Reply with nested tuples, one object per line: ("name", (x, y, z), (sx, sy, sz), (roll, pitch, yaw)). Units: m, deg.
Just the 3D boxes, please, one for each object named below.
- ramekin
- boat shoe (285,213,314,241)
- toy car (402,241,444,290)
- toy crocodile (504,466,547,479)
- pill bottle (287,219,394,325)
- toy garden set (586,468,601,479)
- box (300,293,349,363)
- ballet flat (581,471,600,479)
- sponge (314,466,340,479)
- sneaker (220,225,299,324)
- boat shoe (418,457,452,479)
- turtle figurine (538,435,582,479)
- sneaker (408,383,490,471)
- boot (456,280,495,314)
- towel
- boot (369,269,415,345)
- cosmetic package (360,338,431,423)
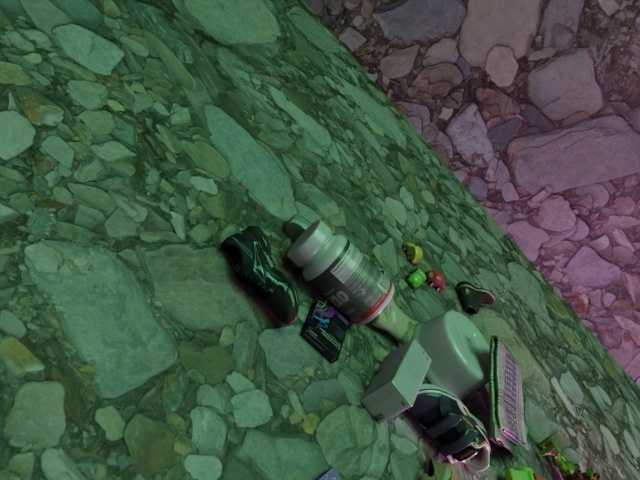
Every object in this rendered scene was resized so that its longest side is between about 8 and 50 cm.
("ramekin", (0.432, 0.360, 1.659), (0.277, 0.135, 0.277), (34, 33, -26))
("boat shoe", (-0.001, 0.000, 1.536), (0.228, 0.079, 0.081), (39, 36, -13))
("toy car", (0.383, 0.117, 1.947), (0.239, 0.053, 0.225), (50, 29, 1))
("toy crocodile", (0.678, 0.768, 1.558), (0.341, 0.105, 0.115), (36, 33, -23))
("pill bottle", (0.053, 0.087, 1.429), (0.283, 0.161, 0.161), (43, 30, -11))
("toy garden set", (0.878, 0.857, 1.632), (0.204, 0.049, 0.244), (38, 51, -56))
("box", (0.015, 0.228, 1.352), (0.116, 0.029, 0.162), (43, 32, -12))
("ballet flat", (1.007, 0.951, 1.803), (0.095, 0.096, 0.280), (11, 48, -49))
("sponge", (-0.007, 0.531, 0.978), (0.210, 0.031, 0.117), (-9, 64, -56))
("sneaker", (-0.147, 0.092, 1.248), (0.106, 0.101, 0.267), (-18, 68, -38))
("boat shoe", (0.266, 0.598, 1.249), (0.072, 0.068, 0.190), (40, 19, 7))
("turtle figurine", (0.842, 0.795, 1.765), (0.217, 0.087, 0.269), (54, 30, 7))
("sneaker", (0.357, 0.509, 1.397), (0.321, 0.126, 0.127), (38, 26, -23))
("boot", (0.649, 0.263, 2.137), (0.198, 0.077, 0.137), (20, 44, -21))
("towel", (0.588, 0.495, 1.617), (0.312, 0.056, 0.324), (46, 46, -47))
("boot", (0.219, 0.208, 1.602), (0.165, 0.077, 0.213), (36, 37, -22))
("cosmetic package", (0.204, 0.366, 1.365), (0.085, 0.117, 0.231), (51, 28, 3))
